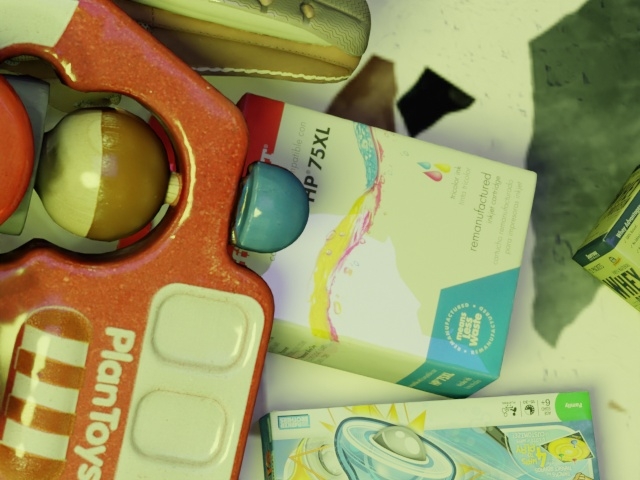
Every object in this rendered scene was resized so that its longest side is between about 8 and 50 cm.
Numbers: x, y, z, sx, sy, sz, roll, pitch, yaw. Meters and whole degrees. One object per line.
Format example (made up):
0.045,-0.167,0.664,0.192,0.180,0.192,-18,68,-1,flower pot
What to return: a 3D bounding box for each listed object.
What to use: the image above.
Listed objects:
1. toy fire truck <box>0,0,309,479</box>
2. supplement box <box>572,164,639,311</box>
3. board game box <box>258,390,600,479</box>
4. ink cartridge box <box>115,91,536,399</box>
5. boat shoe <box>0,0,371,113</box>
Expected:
-0.143,0.019,0.991,0.254,0.169,0.302,12,94,-15,toy fire truck
0.221,0.001,1.167,0.083,0.056,0.083,38,72,-2,supplement box
0.069,0.164,1.104,0.201,0.035,0.136,-3,78,-14,board game box
0.000,0.000,1.104,0.231,0.078,0.134,14,73,-9,ink cartridge box
-0.132,-0.139,1.080,0.324,0.116,0.123,14,36,3,boat shoe
